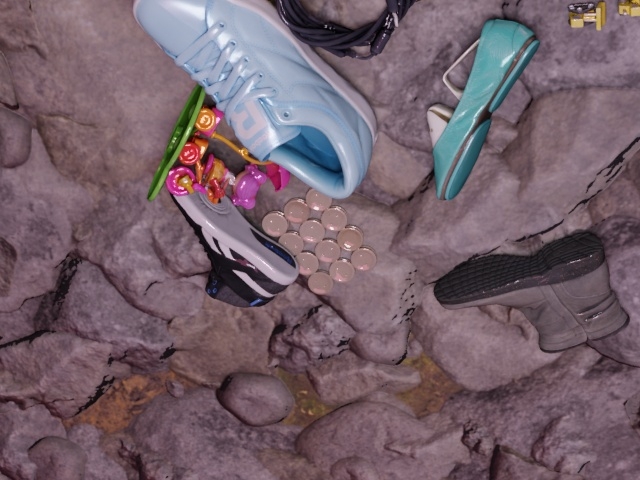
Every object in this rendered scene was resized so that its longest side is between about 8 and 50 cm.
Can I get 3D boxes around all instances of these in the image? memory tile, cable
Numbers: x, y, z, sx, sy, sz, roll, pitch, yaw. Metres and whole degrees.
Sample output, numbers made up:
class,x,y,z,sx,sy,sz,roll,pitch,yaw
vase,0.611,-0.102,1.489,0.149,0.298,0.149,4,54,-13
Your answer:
class,x,y,z,sx,sy,sz,roll,pitch,yaw
memory tile,0.000,0.000,1.457,0.113,0.012,0.148,-31,109,19
cable,0.033,-0.293,1.244,0.184,0.047,0.150,23,124,-39

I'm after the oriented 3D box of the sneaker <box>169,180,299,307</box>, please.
class,x,y,z,sx,sy,sz,roll,pitch,yaw
sneaker,-0.146,0.015,1.445,0.217,0.079,0.121,41,122,-7

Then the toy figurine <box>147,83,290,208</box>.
class,x,y,z,sx,sy,sz,roll,pitch,yaw
toy figurine,-0.119,-0.098,1.361,0.159,0.130,0.173,25,97,-16

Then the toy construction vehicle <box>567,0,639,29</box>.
class,x,y,z,sx,sy,sz,roll,pitch,yaw
toy construction vehicle,0.345,-0.289,1.242,0.098,0.035,0.086,0,134,13

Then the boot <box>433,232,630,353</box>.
class,x,y,z,sx,sy,sz,roll,pitch,yaw
boot,0.293,0.097,1.437,0.246,0.083,0.161,-15,119,15

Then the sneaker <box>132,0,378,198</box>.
class,x,y,z,sx,sy,sz,roll,pitch,yaw
sneaker,-0.073,-0.182,1.257,0.366,0.150,0.135,32,130,-22

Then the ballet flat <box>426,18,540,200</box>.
class,x,y,z,sx,sy,sz,roll,pitch,yaw
ballet flat,0.186,-0.171,1.323,0.087,0.083,0.247,34,118,17
